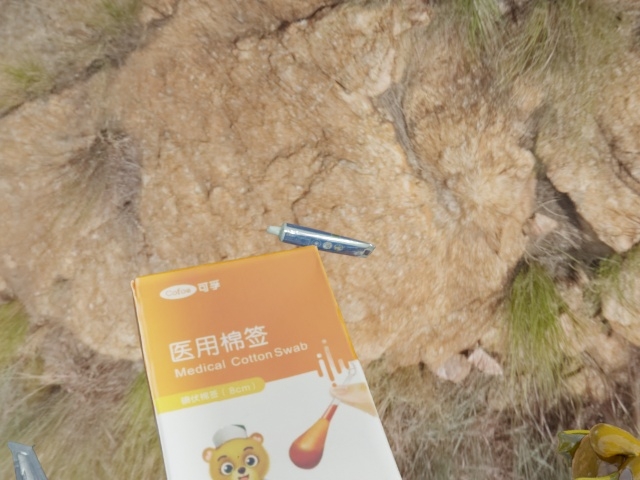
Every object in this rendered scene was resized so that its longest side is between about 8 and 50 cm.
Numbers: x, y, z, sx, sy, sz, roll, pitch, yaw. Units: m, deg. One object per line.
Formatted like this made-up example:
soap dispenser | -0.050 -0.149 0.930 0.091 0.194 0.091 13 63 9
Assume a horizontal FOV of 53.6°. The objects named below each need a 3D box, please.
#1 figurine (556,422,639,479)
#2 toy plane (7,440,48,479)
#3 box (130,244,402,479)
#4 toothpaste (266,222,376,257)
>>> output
figurine | 0.487 0.386 1.003 0.215 0.228 0.215 0 90 21
toy plane | -0.170 0.225 0.364 0.226 0.058 0.225 3 52 -6
box | -0.068 0.187 0.702 0.225 0.143 0.341 -10 58 -16
toothpaste | 0.000 0.000 1.136 0.197 0.057 0.034 12 62 -12
